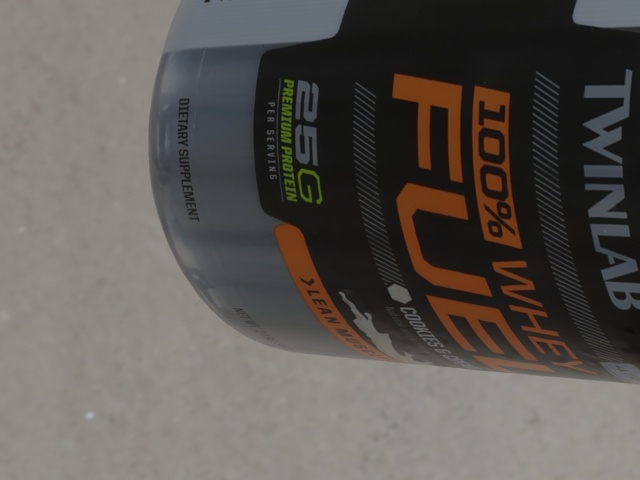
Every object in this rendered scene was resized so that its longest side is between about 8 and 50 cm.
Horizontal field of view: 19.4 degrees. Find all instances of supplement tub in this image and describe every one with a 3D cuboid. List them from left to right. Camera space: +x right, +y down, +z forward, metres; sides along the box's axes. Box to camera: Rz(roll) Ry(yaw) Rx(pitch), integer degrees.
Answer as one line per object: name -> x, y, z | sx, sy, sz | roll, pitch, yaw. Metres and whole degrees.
supplement tub -> 0.103, -0.042, 0.732 | 0.193, 0.316, 0.193 | -2, 92, -50
